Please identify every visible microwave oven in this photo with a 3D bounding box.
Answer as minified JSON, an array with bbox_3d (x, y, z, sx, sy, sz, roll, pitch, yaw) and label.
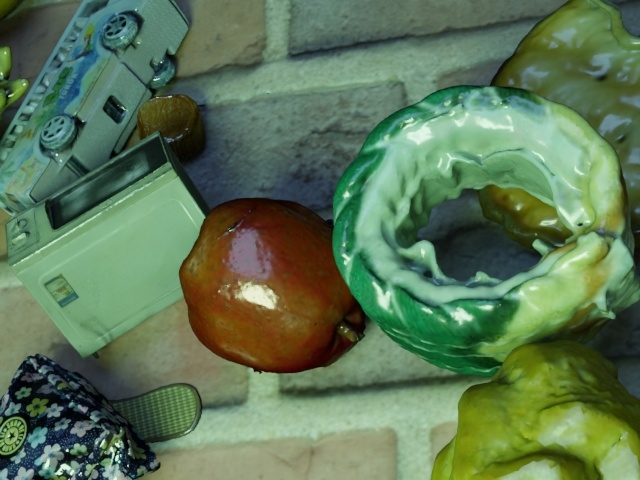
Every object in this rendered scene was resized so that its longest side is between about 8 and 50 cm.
[{"bbox_3d":[-0.222,0.001,1.421,0.205,0.163,0.129,-30,32,1],"label":"microwave oven"}]

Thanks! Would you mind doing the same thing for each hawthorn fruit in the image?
[{"bbox_3d":[-0.040,0.055,1.315,0.202,0.185,0.185,31,75,22],"label":"hawthorn fruit"}]

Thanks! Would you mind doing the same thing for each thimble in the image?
[{"bbox_3d":[0.160,-0.005,1.209,0.288,0.167,0.254,15,76,24],"label":"thimble"}]

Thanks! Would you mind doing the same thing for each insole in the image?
[{"bbox_3d":[-0.247,0.209,1.406,0.253,0.005,0.086,-17,57,10],"label":"insole"}]

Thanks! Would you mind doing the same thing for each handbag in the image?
[{"bbox_3d":[-0.293,0.241,1.326,0.228,0.127,0.208,33,85,43],"label":"handbag"}]

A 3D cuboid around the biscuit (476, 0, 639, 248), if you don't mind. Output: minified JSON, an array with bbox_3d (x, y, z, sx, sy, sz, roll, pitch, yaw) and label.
[{"bbox_3d":[0.314,-0.133,1.355,0.329,0.078,0.335,-9,58,19],"label":"biscuit"}]

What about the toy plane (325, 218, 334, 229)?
[{"bbox_3d":[0.000,0.000,1.412,0.167,0.054,0.062,28,99,31],"label":"toy plane"}]

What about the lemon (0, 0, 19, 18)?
[{"bbox_3d":[-0.483,-0.370,1.735,0.206,0.173,0.173,-45,56,-8],"label":"lemon"}]

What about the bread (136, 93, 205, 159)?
[{"bbox_3d":[-0.179,-0.133,1.552,0.085,0.053,0.085,-3,57,5],"label":"bread"}]

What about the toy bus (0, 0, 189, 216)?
[{"bbox_3d":[-0.290,-0.170,1.589,0.136,0.109,0.330,9,63,37],"label":"toy bus"}]

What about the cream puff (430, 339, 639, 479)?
[{"bbox_3d":[0.227,0.244,1.048,0.269,0.274,0.323,5,66,34],"label":"cream puff"}]

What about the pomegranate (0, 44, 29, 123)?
[{"bbox_3d":[-0.506,-0.129,1.518,0.358,0.216,0.310,-41,33,38],"label":"pomegranate"}]
